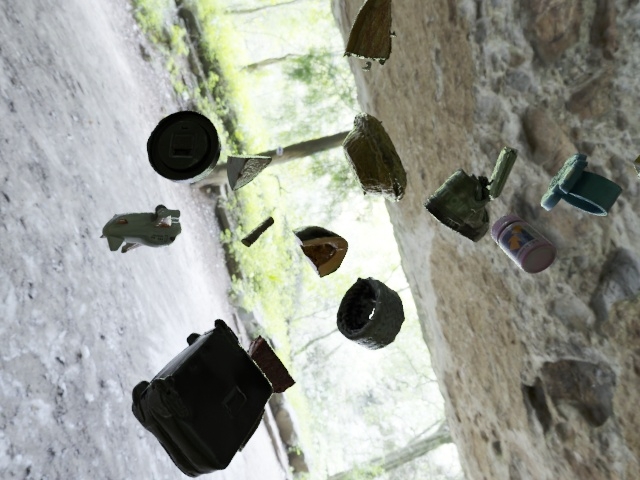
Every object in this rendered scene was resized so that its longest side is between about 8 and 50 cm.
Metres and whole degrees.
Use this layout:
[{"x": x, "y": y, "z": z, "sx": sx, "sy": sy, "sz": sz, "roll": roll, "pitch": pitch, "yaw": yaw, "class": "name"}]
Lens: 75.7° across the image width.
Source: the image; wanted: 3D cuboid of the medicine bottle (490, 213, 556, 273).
[{"x": 0.985, "y": 0.011, "z": 2.015, "sx": 0.291, "sy": 0.178, "sz": 0.178, "roll": -110, "pitch": -177, "yaw": -54, "class": "medicine bottle"}]

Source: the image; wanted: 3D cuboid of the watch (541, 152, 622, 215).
[{"x": 0.870, "y": -0.163, "z": 1.352, "sx": 0.193, "sy": 0.211, "sz": 0.211, "roll": 31, "pitch": -13, "yaw": 9, "class": "watch"}]

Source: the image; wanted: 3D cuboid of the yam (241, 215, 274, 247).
[{"x": -0.348, "y": -0.055, "z": 2.331, "sx": 0.300, "sy": 0.066, "sz": 0.066, "roll": -53, "pitch": 131, "yaw": -52, "class": "yam"}]

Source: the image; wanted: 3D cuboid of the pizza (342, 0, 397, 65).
[{"x": 0.188, "y": -0.729, "z": 1.499, "sx": 0.075, "sy": 0.280, "sz": 0.287, "roll": 31, "pitch": -1, "yaw": 25, "class": "pizza"}]

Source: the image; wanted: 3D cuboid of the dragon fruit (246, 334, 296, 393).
[{"x": -0.235, "y": 0.491, "z": 1.648, "sx": 0.262, "sy": 0.134, "sz": 0.211, "roll": 60, "pitch": -15, "yaw": -22, "class": "dragon fruit"}]

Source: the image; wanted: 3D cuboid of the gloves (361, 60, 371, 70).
[{"x": 0.208, "y": -0.771, "z": 1.813, "sx": 0.037, "sy": 0.081, "sz": 0.044, "roll": 27, "pitch": -35, "yaw": 25, "class": "gloves"}]

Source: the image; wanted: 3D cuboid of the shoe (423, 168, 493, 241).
[{"x": 0.385, "y": -0.091, "z": 1.029, "sx": 0.292, "sy": 0.149, "sz": 0.109, "roll": 10, "pitch": 38, "yaw": -47, "class": "shoe"}]

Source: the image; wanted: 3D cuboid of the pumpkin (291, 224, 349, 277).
[{"x": 0.000, "y": 0.000, "z": 1.613, "sx": 0.148, "sy": 0.169, "sz": 0.312, "roll": 52, "pitch": -7, "yaw": 31, "class": "pumpkin"}]

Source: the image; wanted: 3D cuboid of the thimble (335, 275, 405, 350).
[{"x": 0.181, "y": 0.262, "z": 1.476, "sx": 0.157, "sy": 0.217, "sz": 0.246, "roll": 35, "pitch": 54, "yaw": -34, "class": "thimble"}]

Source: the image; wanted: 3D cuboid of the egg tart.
[{"x": 0.197, "y": -0.309, "z": 1.622, "sx": 0.388, "sy": 0.168, "sz": 0.388, "roll": 64, "pitch": 0, "yaw": 0, "class": "egg tart"}]

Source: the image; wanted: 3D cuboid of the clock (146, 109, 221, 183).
[{"x": -0.506, "y": -0.347, "z": 1.537, "sx": 0.055, "sy": 0.280, "sz": 0.281, "roll": 60, "pitch": 8, "yaw": -77, "class": "clock"}]

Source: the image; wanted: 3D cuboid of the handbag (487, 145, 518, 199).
[{"x": 0.875, "y": -0.321, "z": 1.990, "sx": 0.219, "sy": 0.079, "sz": 0.256, "roll": -41, "pitch": 147, "yaw": -55, "class": "handbag"}]

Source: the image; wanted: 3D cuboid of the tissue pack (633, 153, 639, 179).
[{"x": 0.996, "y": -0.210, "z": 1.160, "sx": 0.106, "sy": 0.099, "sz": 0.148, "roll": 30, "pitch": 7, "yaw": -39, "class": "tissue pack"}]

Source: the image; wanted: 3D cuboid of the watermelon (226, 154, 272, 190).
[{"x": -0.293, "y": -0.299, "z": 1.731, "sx": 0.202, "sy": 0.207, "sz": 0.136, "roll": -130, "pitch": -155, "yaw": -65, "class": "watermelon"}]

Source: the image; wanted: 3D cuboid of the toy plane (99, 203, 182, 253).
[{"x": -0.514, "y": -0.026, "z": 1.207, "sx": 0.245, "sy": 0.244, "sz": 0.118, "roll": 89, "pitch": -20, "yaw": -75, "class": "toy plane"}]

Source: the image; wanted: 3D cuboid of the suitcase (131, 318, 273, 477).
[{"x": -0.319, "y": 0.453, "z": 1.193, "sx": 0.339, "sy": 0.188, "sz": 0.345, "roll": 53, "pitch": 27, "yaw": -6, "class": "suitcase"}]
